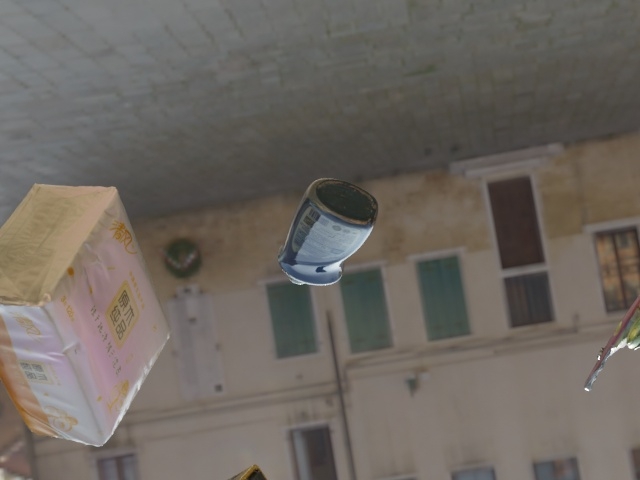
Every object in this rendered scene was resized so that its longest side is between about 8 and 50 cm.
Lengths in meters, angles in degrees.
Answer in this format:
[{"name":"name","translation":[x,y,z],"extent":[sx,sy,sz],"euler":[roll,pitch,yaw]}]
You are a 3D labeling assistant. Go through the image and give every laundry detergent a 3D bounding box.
[{"name":"laundry detergent","translation":[0.000,0.001,1.525],"extent":[0.097,0.061,0.206],"euler":[19,146,-10]}]

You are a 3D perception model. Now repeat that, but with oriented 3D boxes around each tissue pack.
[{"name":"tissue pack","translation":[-0.273,0.081,1.304],"extent":[0.124,0.225,0.185],"euler":[4,-136,20]}]

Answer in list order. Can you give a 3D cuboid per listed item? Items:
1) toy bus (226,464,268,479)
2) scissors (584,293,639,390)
[{"name":"toy bus","translation":[-0.119,0.317,1.008],"extent":[0.123,0.121,0.335],"euler":[-30,-177,27]},{"name":"scissors","translation":[0.332,0.095,1.291],"extent":[0.020,0.133,0.187],"euler":[27,141,6]}]
